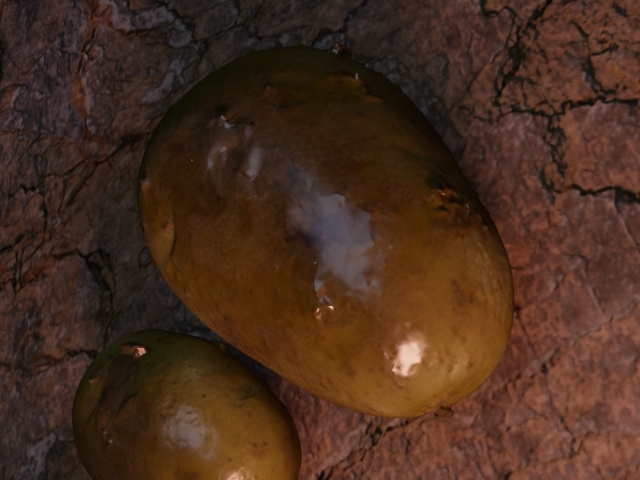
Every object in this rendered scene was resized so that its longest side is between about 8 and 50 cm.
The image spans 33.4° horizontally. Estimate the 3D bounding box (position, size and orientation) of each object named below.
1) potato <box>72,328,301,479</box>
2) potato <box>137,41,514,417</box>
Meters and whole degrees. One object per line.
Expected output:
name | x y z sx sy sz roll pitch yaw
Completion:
potato | -0.122 0.174 0.933 0.228 0.148 0.197 42 121 30
potato | 0.013 -0.013 0.893 0.359 0.219 0.270 33 101 33
